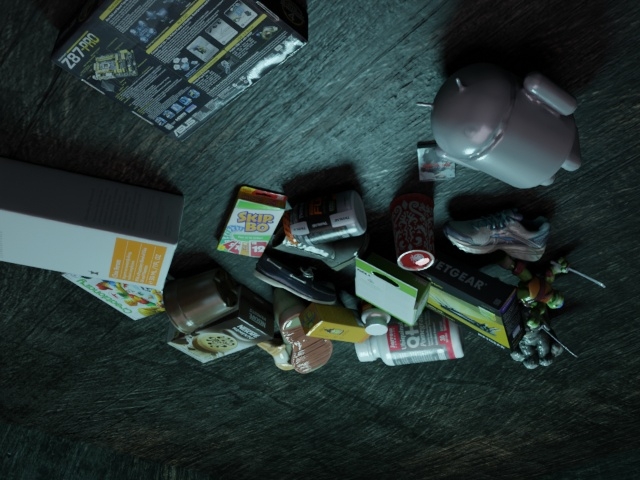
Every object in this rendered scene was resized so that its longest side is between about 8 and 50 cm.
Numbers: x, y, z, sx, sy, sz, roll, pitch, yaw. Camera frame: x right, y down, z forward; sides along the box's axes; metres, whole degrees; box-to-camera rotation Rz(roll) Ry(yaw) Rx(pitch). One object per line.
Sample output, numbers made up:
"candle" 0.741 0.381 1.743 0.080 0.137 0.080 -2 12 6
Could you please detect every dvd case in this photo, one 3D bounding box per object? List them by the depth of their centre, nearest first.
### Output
"dvd case" 0.274 -0.184 1.725 0.087 0.013 0.119 -4 145 7

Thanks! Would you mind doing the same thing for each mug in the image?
"mug" 0.247 -0.012 1.831 0.150 0.169 0.113 28 136 -31

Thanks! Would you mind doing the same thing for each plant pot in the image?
"plant pot" -0.339 0.162 2.110 0.165 0.166 0.167 -24 138 18

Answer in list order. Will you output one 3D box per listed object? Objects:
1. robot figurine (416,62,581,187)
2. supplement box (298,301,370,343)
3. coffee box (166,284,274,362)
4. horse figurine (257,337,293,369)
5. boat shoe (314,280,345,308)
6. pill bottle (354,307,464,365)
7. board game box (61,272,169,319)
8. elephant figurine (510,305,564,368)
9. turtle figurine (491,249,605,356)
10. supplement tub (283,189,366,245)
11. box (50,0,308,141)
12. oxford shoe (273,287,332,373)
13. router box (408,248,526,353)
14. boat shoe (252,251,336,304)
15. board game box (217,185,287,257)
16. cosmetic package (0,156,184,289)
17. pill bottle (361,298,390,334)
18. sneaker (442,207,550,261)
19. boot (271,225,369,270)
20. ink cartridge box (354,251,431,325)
"robot figurine" 0.371 -0.233 1.494 0.354 0.199 0.300 21 144 -26
"supplement box" 0.051 0.240 2.122 0.234 0.080 0.078 13 131 -44
"coffee box" -0.306 0.263 2.269 0.297 0.118 0.168 -23 137 30
"horse figurine" -0.110 0.376 2.470 0.175 0.066 0.263 -15 139 12
"boat shoe" 0.031 0.227 2.238 0.096 0.088 0.267 -5 144 7
"pill bottle" 0.271 0.289 2.244 0.319 0.176 0.176 -9 143 13
"board game box" -0.573 0.126 2.141 0.193 0.053 0.305 -19 140 26
"elephant figurine" 0.634 0.254 2.222 0.169 0.186 0.239 -33 113 -10
"turtle figurine" 0.600 0.129 1.994 0.266 0.274 0.197 22 112 -18
"supplement tub" 0.010 -0.052 1.826 0.191 0.117 0.117 -13 142 17
"box" -0.269 -0.384 1.390 0.318 0.097 0.395 29 136 -36
"oxford shoe" -0.059 0.281 2.282 0.141 0.146 0.397 -24 143 -10
"router box" 0.394 0.156 1.989 0.309 0.081 0.243 28 160 37
"boat shoe" -0.063 0.106 2.066 0.255 0.095 0.079 23 99 -10
"board game box" -0.181 -0.044 1.915 0.124 0.039 0.259 12 140 -16
"cosmetic package" -0.591 -0.035 1.827 0.454 0.161 0.230 12 143 -14
"pill bottle" 0.161 0.194 2.135 0.086 0.152 0.086 0 144 0
"sneaker" 0.453 -0.036 1.875 0.283 0.110 0.122 6 126 -12
"boot" 0.000 0.001 1.952 0.209 0.076 0.190 28 135 -23
"ink cartridge box" 0.195 0.107 1.959 0.189 0.097 0.255 29 158 16
